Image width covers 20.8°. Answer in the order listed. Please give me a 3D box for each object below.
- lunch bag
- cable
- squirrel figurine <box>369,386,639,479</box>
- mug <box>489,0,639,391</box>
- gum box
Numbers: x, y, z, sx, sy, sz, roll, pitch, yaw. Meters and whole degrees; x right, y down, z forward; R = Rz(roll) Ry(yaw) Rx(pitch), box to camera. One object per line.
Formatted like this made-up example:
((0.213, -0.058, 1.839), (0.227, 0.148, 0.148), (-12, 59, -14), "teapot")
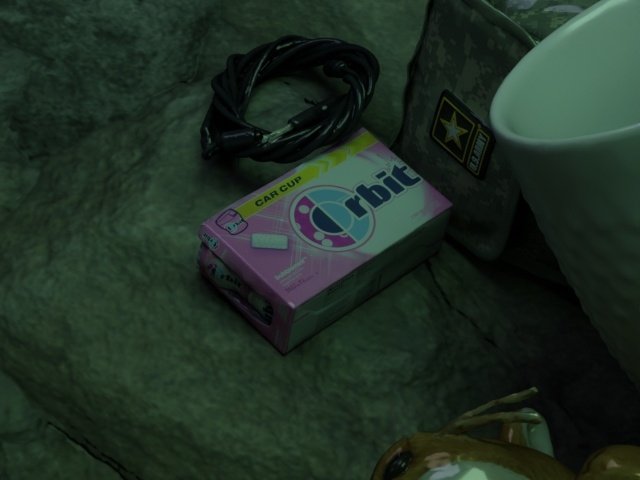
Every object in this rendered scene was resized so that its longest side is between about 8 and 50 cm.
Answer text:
((0.201, -0.093, 1.388), (0.287, 0.235, 0.169), (17, 44, 6), "lunch bag")
((-0.023, -0.130, 1.470), (0.151, 0.047, 0.184), (-11, 32, 22), "cable")
((0.205, 0.259, 1.078), (0.370, 0.397, 0.281), (22, 80, 46), "squirrel figurine")
((0.338, -0.007, 1.107), (0.374, 0.328, 0.276), (-11, 27, 41), "mug")
((0.000, 0.000, 1.389), (0.188, 0.062, 0.107), (-32, 62, -31), "gum box")
